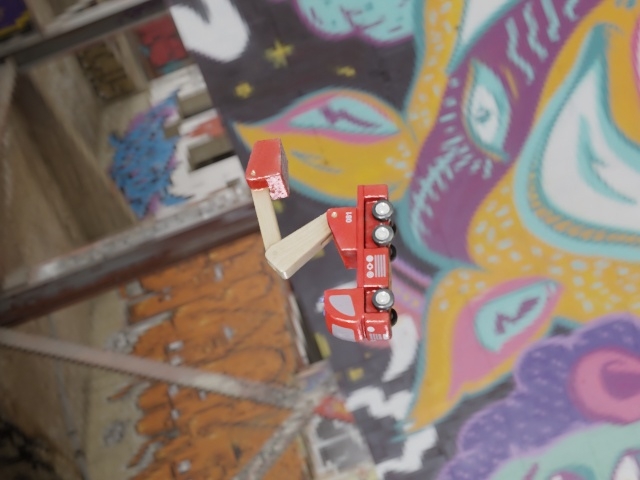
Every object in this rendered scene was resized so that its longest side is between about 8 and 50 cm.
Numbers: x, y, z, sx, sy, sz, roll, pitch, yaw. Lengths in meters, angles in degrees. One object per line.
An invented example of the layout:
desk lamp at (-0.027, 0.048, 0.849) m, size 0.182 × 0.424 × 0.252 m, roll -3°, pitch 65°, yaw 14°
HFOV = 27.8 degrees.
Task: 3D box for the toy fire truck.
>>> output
toy fire truck at (0.000, 0.000, 1.161) m, size 0.047 × 0.135 × 0.192 m, roll 73°, pitch -164°, yaw -63°
